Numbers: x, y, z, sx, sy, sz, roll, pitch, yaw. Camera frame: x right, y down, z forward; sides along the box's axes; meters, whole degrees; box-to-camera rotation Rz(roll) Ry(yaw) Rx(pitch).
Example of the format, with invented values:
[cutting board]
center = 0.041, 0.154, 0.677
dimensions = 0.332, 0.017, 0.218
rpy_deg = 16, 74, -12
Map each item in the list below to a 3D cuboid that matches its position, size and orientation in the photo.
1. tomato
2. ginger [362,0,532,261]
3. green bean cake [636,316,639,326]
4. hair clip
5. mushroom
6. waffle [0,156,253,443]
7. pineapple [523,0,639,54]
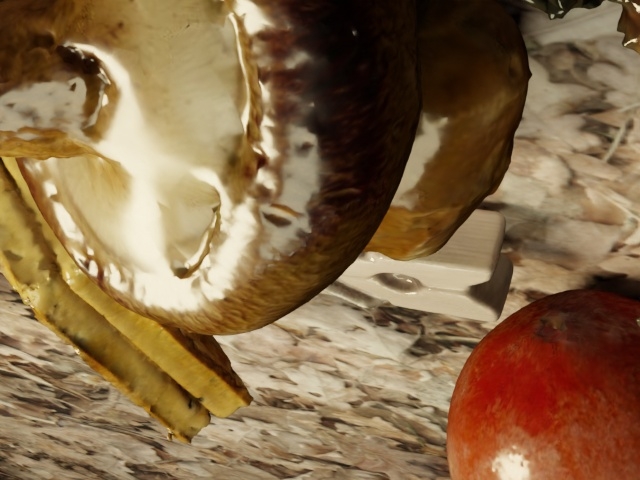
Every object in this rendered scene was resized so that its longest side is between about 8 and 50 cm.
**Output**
[tomato]
center = 0.235, 0.169, 1.416
dimensions = 0.265, 0.264, 0.265
rpy_deg = 12, 156, 6
[ginger]
center = 0.031, -0.065, 1.143
dimensions = 0.165, 0.172, 0.321
rpy_deg = -16, 174, -35
[green bean cake]
center = 0.365, 0.041, 1.263
dimensions = 0.173, 0.094, 0.181
rpy_deg = 22, 156, -15
[hair clip]
center = -0.001, 0.004, 1.405
dimensions = 0.331, 0.085, 0.101
rpy_deg = 11, 148, 18
[mushroom]
center = -0.082, -0.118, 0.953
dimensions = 0.345, 0.239, 0.345
rpy_deg = 18, 145, 13
[waffle]
center = -0.195, 0.035, 1.451
dimensions = 0.091, 0.213, 0.308
rpy_deg = -35, 143, 1
[pineapple]
center = 0.188, -0.159, 0.878
dimensions = 0.361, 0.175, 0.175
rpy_deg = 27, 159, 14
